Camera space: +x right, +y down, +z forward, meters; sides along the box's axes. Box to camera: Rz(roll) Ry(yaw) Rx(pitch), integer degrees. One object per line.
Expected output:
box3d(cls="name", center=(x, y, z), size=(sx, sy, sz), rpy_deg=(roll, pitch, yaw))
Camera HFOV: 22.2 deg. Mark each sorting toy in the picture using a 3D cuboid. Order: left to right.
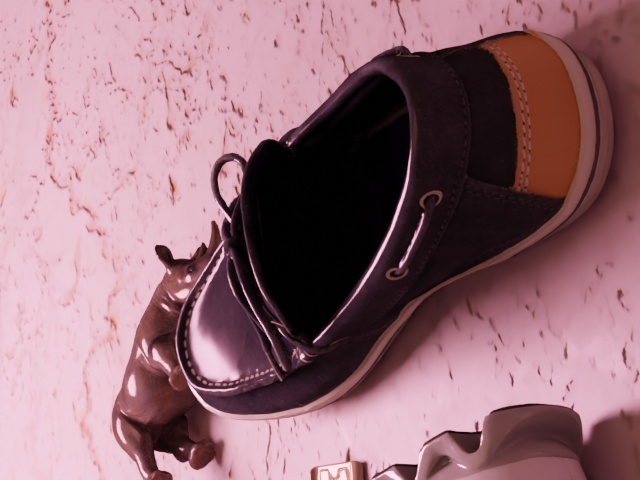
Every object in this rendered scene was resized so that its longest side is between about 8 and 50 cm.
box3d(cls="sorting toy", center=(0.015, 0.214, 1.254), size=(0.062, 0.012, 0.083), rpy_deg=(-17, 70, 51))

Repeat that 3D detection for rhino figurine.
box3d(cls="rhino figurine", center=(-0.126, 0.095, 1.432), size=(0.106, 0.073, 0.243), rpy_deg=(37, 117, 49))

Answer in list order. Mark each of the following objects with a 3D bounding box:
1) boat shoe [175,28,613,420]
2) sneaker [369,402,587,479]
box3d(cls="boat shoe", center=(0.000, 0.000, 1.164), size=(0.500, 0.156, 0.187), rpy_deg=(-37, 59, 52))
box3d(cls="sneaker", center=(0.060, 0.234, 1.079), size=(0.330, 0.122, 0.146), rpy_deg=(-42, 52, 49))
